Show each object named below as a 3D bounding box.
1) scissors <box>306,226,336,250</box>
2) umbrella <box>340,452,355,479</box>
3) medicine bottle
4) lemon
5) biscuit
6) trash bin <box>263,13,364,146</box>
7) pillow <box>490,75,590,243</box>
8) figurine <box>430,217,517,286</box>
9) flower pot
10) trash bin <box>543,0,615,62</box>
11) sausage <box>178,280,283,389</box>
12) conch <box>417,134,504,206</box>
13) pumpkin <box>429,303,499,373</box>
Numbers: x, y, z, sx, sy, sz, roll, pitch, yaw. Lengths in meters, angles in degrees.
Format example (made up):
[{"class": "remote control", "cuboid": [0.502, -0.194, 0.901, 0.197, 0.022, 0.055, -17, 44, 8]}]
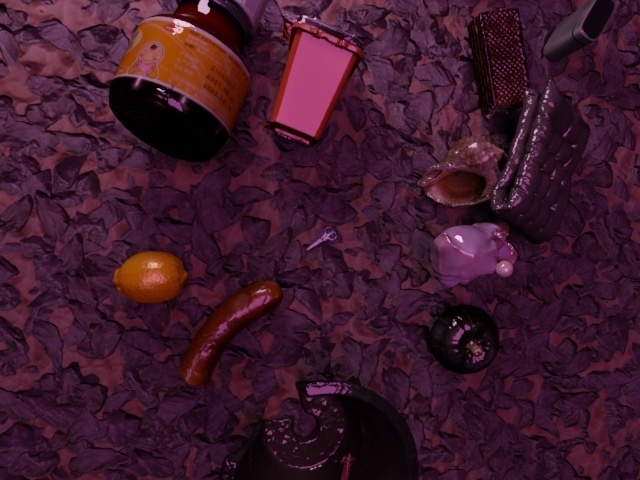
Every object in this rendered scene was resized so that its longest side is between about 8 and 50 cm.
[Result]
[{"class": "scissors", "cuboid": [0.000, 0.000, 1.006, 0.083, 0.006, 0.036, -35, 98, -7]}, {"class": "umbrella", "cuboid": [0.038, 0.468, 0.762, 0.027, 0.025, 0.165, 10, 86, 8]}, {"class": "medicine bottle", "cuboid": [-0.247, -0.383, 0.860, 0.243, 0.242, 0.394, 19, 74, -9]}, {"class": "lemon", "cuboid": [-0.362, 0.078, 0.898, 0.155, 0.114, 0.114, 0, 91, -7]}, {"class": "biscuit", "cuboid": [0.439, -0.432, 1.035, 0.106, 0.070, 0.251, -10, 93, -7]}, {"class": "trash bin", "cuboid": [-0.033, -0.343, 0.922, 0.185, 0.161, 0.238, 22, 91, -8]}, {"class": "pillow", "cuboid": [0.516, -0.172, 0.982, 0.228, 0.101, 0.326, 25, 81, -36]}, {"class": "figurine", "cuboid": [0.361, 0.021, 0.977, 0.276, 0.200, 0.133, -14, 111, -36]}, {"class": "flower pot", "cuboid": [-0.010, 0.453, 0.888, 0.380, 0.251, 0.379, 0, 89, -11]}, {"class": "trash bin", "cuboid": [0.630, -0.517, 1.033, 0.059, 0.130, 0.116, 33, 86, -8]}, {"class": "sausage", "cuboid": [-0.209, 0.201, 0.942, 0.103, 0.076, 0.302, 41, 86, -15]}, {"class": "conch", "cuboid": [0.336, -0.156, 0.993, 0.207, 0.130, 0.155, -24, 68, 9]}, {"class": "pumpkin", "cuboid": [0.345, 0.236, 1.004, 0.167, 0.125, 0.167, 4, 80, -24]}]
